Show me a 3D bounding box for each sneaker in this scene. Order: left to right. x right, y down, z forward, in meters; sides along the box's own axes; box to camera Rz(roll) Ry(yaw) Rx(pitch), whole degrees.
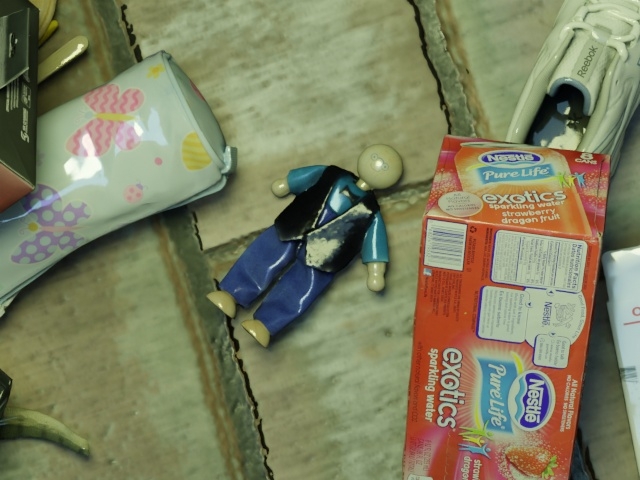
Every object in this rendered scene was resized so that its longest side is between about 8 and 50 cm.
[{"bbox_3d":[0.222,-0.147,1.470,0.111,0.129,0.297,22,89,12],"label":"sneaker"}]

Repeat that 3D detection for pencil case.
[{"bbox_3d":[-0.205,-0.041,1.533,0.273,0.113,0.124,-30,70,5],"label":"pencil case"}]

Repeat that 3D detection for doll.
[{"bbox_3d":[0.000,0.000,1.535,0.129,0.046,0.189,40,87,18],"label":"doll"}]

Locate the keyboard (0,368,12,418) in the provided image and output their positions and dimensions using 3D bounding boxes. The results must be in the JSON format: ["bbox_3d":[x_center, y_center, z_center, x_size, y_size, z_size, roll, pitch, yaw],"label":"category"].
[{"bbox_3d":[-0.403,0.112,1.542,0.317,0.033,0.201,36,80,28],"label":"keyboard"}]

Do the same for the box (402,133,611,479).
[{"bbox_3d":[0.137,0.064,1.416,0.128,0.122,0.256,7,124,8],"label":"box"}]

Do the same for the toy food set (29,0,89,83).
[{"bbox_3d":[-0.283,-0.199,1.597,0.132,0.038,0.192,-33,78,-2],"label":"toy food set"}]

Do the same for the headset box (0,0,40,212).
[{"bbox_3d":[-0.333,-0.080,1.462,0.293,0.110,0.218,-33,39,23],"label":"headset box"}]

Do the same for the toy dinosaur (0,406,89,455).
[{"bbox_3d":[-0.326,0.132,1.573,0.268,0.064,0.118,-7,90,5],"label":"toy dinosaur"}]

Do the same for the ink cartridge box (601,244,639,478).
[{"bbox_3d":[0.282,0.090,1.482,0.104,0.060,0.180,-10,86,8],"label":"ink cartridge box"}]
